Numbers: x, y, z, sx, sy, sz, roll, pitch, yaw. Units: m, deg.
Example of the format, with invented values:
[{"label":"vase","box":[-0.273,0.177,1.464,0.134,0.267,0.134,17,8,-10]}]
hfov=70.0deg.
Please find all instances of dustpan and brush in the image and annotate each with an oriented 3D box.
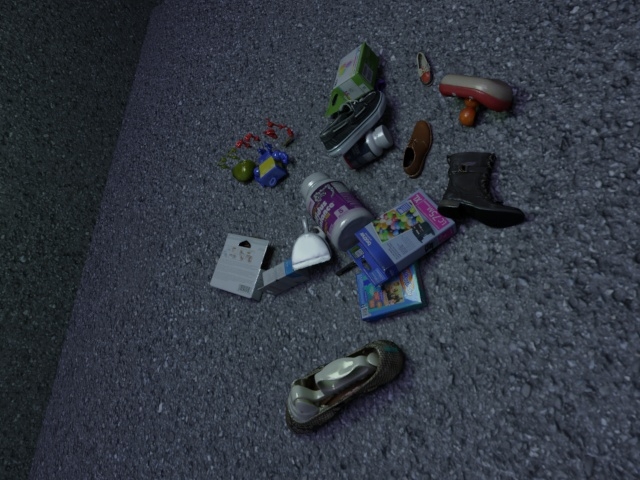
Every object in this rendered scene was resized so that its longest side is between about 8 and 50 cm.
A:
[{"label":"dustpan and brush","box":[-0.045,-0.002,1.644,0.147,0.060,0.211,-17,70,10]}]

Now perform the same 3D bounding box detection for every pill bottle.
[{"label":"pill bottle","box":[0.166,-0.341,1.660,0.180,0.108,0.108,-25,58,28]},{"label":"pill bottle","box":[0.050,-0.112,1.613,0.169,0.169,0.302,-48,49,12]}]

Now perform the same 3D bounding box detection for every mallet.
[{"label":"mallet","box":[0.131,0.072,1.566,0.189,0.062,0.039,-42,48,36]}]

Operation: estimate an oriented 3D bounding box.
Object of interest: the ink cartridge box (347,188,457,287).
[{"label":"ink cartridge box","box":[0.244,-0.011,1.433,0.311,0.065,0.186,-36,51,1]}]

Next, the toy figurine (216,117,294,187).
[{"label":"toy figurine","box":[-0.254,-0.309,1.934,0.362,0.191,0.217,-33,59,25]}]

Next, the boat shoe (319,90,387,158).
[{"label":"boat shoe","box":[0.120,-0.439,1.612,0.121,0.119,0.335,-2,45,52]}]

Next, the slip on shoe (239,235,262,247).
[{"label":"slip on shoe","box":[-0.299,0.001,1.930,0.135,0.052,0.041,-2,30,46]}]

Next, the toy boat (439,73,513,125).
[{"label":"toy boat","box":[0.484,-0.439,1.449,0.231,0.150,0.151,29,121,43]}]

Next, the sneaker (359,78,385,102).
[{"label":"sneaker","box":[0.200,-0.547,1.748,0.071,0.068,0.170,14,80,35]}]

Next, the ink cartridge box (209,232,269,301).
[{"label":"ink cartridge box","box":[-0.321,0.104,1.889,0.275,0.060,0.239,10,77,41]}]

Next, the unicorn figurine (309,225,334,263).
[{"label":"unicorn figurine","box":[0.000,0.000,1.677,0.111,0.060,0.162,-3,69,37]}]

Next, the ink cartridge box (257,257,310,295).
[{"label":"ink cartridge box","box":[-0.142,0.138,1.701,0.180,0.104,0.060,-27,57,27]}]

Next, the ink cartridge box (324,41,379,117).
[{"label":"ink cartridge box","box":[0.095,-0.622,1.793,0.255,0.097,0.189,-20,46,41]}]

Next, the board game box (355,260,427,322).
[{"label":"board game box","box":[0.219,0.155,1.446,0.210,0.047,0.160,-22,58,30]}]

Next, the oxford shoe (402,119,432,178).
[{"label":"oxford shoe","box":[0.325,-0.322,1.548,0.076,0.076,0.213,1,71,40]}]

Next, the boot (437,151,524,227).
[{"label":"boot","box":[0.480,-0.167,1.348,0.262,0.091,0.229,13,66,24]}]

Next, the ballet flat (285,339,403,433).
[{"label":"ballet flat","box":[0.024,0.439,1.392,0.482,0.182,0.164,-37,53,21]}]

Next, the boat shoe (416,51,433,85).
[{"label":"boat shoe","box":[0.375,-0.620,1.654,0.049,0.043,0.137,-18,63,30]}]
